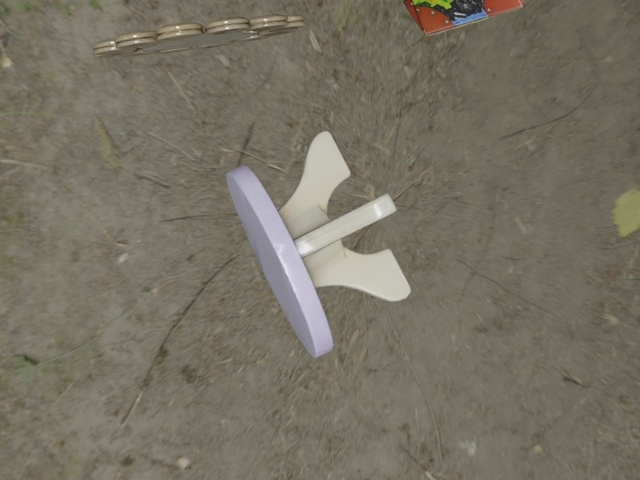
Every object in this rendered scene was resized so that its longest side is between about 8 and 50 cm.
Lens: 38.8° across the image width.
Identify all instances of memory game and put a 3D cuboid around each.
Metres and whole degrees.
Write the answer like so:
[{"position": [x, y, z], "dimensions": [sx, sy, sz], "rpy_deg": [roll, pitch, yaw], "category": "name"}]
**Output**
[{"position": [-0.104, -0.175, 0.777], "dimensions": [0.186, 0.186, 0.012], "rpy_deg": [-8, 99, 4], "category": "memory game"}]

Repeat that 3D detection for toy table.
[{"position": [0.000, 0.000, 1.241], "dimensions": [0.161, 0.252, 0.274], "rpy_deg": [-27, 102, -13], "category": "toy table"}]

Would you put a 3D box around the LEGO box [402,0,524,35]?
[{"position": [0.227, -0.636, 1.421], "dimensions": [0.372, 0.193, 0.500], "rpy_deg": [48, 54, -31], "category": "LEGO box"}]
